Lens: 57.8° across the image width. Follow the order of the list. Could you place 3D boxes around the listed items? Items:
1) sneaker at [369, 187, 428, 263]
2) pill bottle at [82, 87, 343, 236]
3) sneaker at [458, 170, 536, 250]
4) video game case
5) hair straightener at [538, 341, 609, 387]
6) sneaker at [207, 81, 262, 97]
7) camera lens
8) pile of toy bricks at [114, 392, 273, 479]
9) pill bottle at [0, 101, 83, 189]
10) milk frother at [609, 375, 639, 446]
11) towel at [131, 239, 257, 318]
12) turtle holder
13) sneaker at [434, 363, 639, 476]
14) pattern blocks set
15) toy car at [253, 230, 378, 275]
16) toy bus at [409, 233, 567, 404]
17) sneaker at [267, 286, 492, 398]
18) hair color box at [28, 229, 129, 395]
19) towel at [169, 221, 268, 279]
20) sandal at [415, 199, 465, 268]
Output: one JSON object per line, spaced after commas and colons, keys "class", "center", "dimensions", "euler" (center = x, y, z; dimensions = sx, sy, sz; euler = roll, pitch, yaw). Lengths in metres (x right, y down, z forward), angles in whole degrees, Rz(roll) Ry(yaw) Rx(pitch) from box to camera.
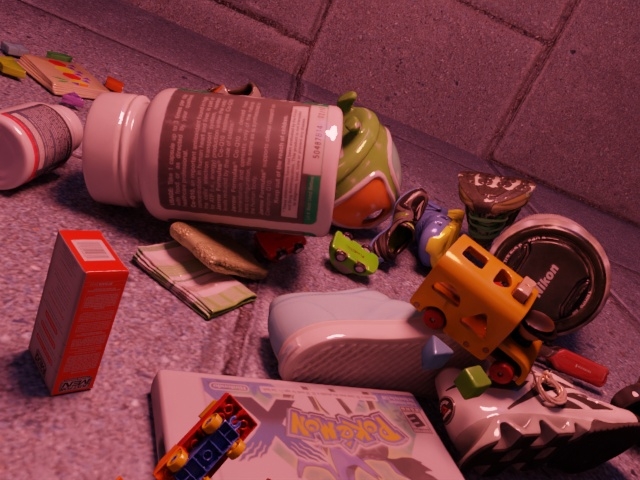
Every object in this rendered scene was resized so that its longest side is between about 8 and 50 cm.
{"class": "sneaker", "center": [0.169, -0.027, 1.155], "dimensions": [0.067, 0.188, 0.078], "euler": [48, -26, -24]}
{"class": "pill bottle", "center": [-0.154, -0.122, 0.888], "dimensions": [0.361, 0.204, 0.204], "euler": [6, 23, -1]}
{"class": "sneaker", "center": [0.380, -0.055, 1.283], "dimensions": [0.158, 0.182, 0.410], "euler": [11, 9, 20]}
{"class": "video game case", "center": [0.016, 0.248, 0.549], "dimensions": [0.329, 0.036, 0.300], "euler": [13, 25, -28]}
{"class": "hair straightener", "center": [0.400, 0.205, 1.062], "dimensions": [0.230, 0.047, 0.089], "euler": [18, 1, -2]}
{"class": "sneaker", "center": [-0.253, -0.284, 1.273], "dimensions": [0.271, 0.108, 0.100], "euler": [-18, 48, -17]}
{"class": "camera lens", "center": [0.446, 0.059, 1.155], "dimensions": [0.219, 0.219, 0.274], "euler": [31, 15, 15]}
{"class": "pile of toy bricks", "center": [-0.122, 0.209, 0.393], "dimensions": [0.212, 0.105, 0.118], "euler": [-44, 102, -27]}
{"class": "pill bottle", "center": [-0.435, -0.150, 0.868], "dimensions": [0.108, 0.108, 0.180], "euler": [24, 22, -3]}
{"class": "milk frother", "center": [0.527, 0.280, 0.881], "dimensions": [0.129, 0.135, 0.143], "euler": [-23, 41, -21]}
{"class": "towel", "center": [-0.174, 0.047, 0.815], "dimensions": [0.152, 0.023, 0.113], "euler": [34, 24, 20]}
{"class": "turtle holder", "center": [0.047, -0.155, 1.252], "dimensions": [0.227, 0.243, 0.320], "euler": [45, -5, -28]}
{"class": "sneaker", "center": [0.295, 0.220, 0.769], "dimensions": [0.330, 0.122, 0.146], "euler": [14, 35, -28]}
{"class": "pattern blocks set", "center": [-0.575, -0.365, 1.310], "dimensions": [0.285, 0.026, 0.325], "euler": [3, 31, -43]}
{"class": "toy car", "center": [0.000, 0.000, 1.032], "dimensions": [0.225, 0.053, 0.239], "euler": [33, 42, -11]}
{"class": "toy bus", "center": [0.214, 0.084, 0.698], "dimensions": [0.202, 0.104, 0.191], "euler": [9, 42, -22]}
{"class": "sneaker", "center": [0.097, 0.119, 0.791], "dimensions": [0.365, 0.135, 0.150], "euler": [11, 31, -32]}
{"class": "hair color box", "center": [-0.232, 0.068, 0.550], "dimensions": [0.043, 0.141, 0.072], "euler": [1, 33, -46]}
{"class": "towel", "center": [-0.147, 0.018, 0.862], "dimensions": [0.110, 0.027, 0.148], "euler": [38, 8, 27]}
{"class": "sandal", "center": [0.239, -0.022, 1.295], "dimensions": [0.138, 0.126, 0.317], "euler": [25, 13, 8]}
